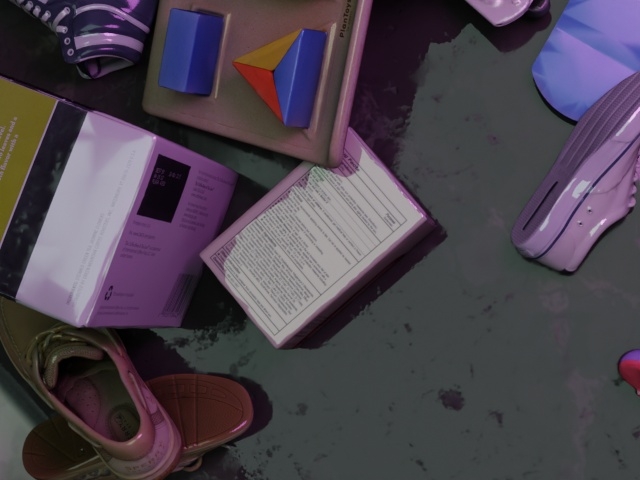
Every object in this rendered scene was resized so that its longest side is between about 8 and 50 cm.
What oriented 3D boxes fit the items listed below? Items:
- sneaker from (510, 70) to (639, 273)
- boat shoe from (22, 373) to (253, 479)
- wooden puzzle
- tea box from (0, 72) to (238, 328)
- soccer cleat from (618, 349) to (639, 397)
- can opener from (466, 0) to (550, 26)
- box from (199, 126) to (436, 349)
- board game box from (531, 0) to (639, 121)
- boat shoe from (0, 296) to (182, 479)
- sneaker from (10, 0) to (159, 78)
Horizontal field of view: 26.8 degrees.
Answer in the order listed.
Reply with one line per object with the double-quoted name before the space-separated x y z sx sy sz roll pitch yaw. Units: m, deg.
"sneaker" 0.325 -0.077 1.542 0.091 0.094 0.258 31 104 -22
"boat shoe" -0.214 0.237 1.628 0.285 0.089 0.104 -12 57 7
"wooden puzzle" -0.085 -0.273 1.533 0.348 0.080 0.322 20 104 40
"tea box" -0.313 -0.053 1.537 0.323 0.329 0.220 22 90 13
"soccer cleat" 0.464 0.152 1.509 0.248 0.083 0.095 11 58 16
"can opener" 0.152 -0.350 1.602 0.074 0.093 0.280 -46 71 3
"box" 0.000 0.000 1.575 0.232 0.127 0.148 -41 79 5
"board game box" 0.334 -0.218 1.578 0.133 0.033 0.169 30 97 7
"boat shoe" -0.286 0.142 1.584 0.121 0.110 0.341 -42 58 -12
"sneaker" -0.342 -0.291 1.678 0.282 0.099 0.153 10 86 8
